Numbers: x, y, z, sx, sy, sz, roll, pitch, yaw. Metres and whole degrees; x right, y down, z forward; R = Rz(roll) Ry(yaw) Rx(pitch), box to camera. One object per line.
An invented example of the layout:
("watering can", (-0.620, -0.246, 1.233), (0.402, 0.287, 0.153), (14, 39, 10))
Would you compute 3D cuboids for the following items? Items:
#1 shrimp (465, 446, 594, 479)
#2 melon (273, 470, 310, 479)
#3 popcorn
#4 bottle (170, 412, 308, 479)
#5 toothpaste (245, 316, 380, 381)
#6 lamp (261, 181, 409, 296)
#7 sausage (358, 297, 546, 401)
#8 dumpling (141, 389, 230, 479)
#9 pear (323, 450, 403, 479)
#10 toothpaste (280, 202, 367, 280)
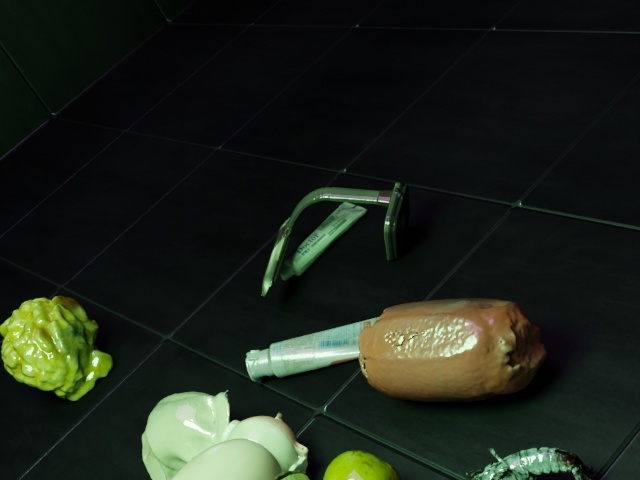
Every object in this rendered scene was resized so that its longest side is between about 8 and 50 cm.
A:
("shrimp", (0.254, 0.286, 1.436), (0.174, 0.076, 0.082), (-15, 11, 27))
("melon", (-0.018, 0.379, 1.510), (0.079, 0.160, 0.128), (-25, 53, -25))
("popcorn", (-0.508, 0.208, 2.173), (0.169, 0.189, 0.218), (-30, 35, 18))
("bottle", (-0.110, 0.337, 1.623), (0.147, 0.147, 0.236), (-11, 19, 32))
("toothpaste", (-0.006, 0.179, 1.869), (0.234, 0.057, 0.089), (-16, 34, 14))
("lamp", (0.018, 0.001, 2.009), (0.283, 0.124, 0.203), (-5, 48, 24))
("sausage", (0.180, 0.156, 1.625), (0.280, 0.152, 0.152), (-7, 38, 35))
("dumpling", (-0.212, 0.319, 1.798), (0.216, 0.126, 0.166), (-7, 64, 23))
("pear", (0.057, 0.332, 1.517), (0.107, 0.107, 0.131), (-34, 15, -3))
("toothpaste", (0.000, 0.000, 2.146), (0.064, 0.041, 0.218), (20, 54, 42))
